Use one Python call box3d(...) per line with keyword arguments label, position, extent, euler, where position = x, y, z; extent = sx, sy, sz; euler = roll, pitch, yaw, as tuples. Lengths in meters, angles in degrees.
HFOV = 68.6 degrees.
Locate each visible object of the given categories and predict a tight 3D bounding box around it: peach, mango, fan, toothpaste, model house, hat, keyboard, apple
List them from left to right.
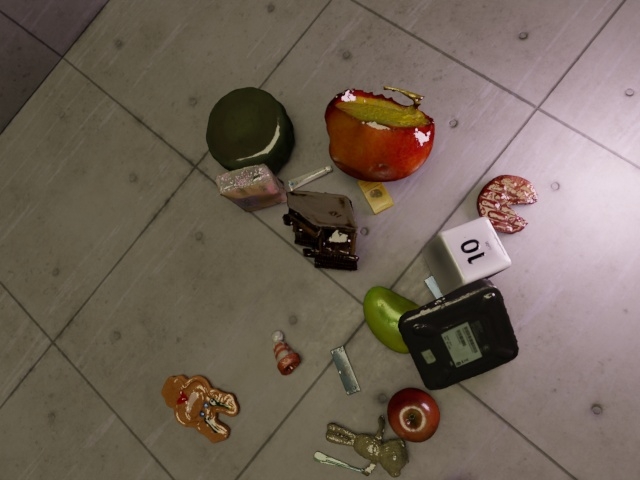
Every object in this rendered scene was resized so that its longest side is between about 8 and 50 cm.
box3d(label="hat", position=(-0.148, 0.421, 1.793), extent=(0.094, 0.112, 0.162), euler=(-26, 61, -21))
box3d(label="toothpaste", position=(-0.041, -0.262, 1.926), extent=(0.191, 0.031, 0.048), euler=(-22, 78, 12))
box3d(label="model house", position=(0.000, 0.000, 1.759), extent=(0.318, 0.297, 0.282), euler=(6, 125, 9))
box3d(label="fan", position=(0.067, 0.809, 1.699), extent=(0.193, 0.016, 0.038), euler=(10, 80, 15))
box3d(label="keyboard", position=(0.093, 0.486, 1.756), extent=(0.056, 0.014, 0.176), euler=(-24, 75, 8))
box3d(label="peach", position=(0.208, -0.379, 1.744), extent=(0.407, 0.309, 0.334), euler=(11, 44, 4))
box3d(label="mango", position=(0.268, 0.291, 1.682), extent=(0.273, 0.149, 0.185), euler=(30, 100, 15))
box3d(label="apple", position=(0.316, 0.595, 1.605), extent=(0.181, 0.168, 0.180), euler=(-4, 76, 18))
box3d(label="toothpaste", position=(0.478, 0.242, 1.695), extent=(0.066, 0.053, 0.272), euler=(-34, 74, 9))

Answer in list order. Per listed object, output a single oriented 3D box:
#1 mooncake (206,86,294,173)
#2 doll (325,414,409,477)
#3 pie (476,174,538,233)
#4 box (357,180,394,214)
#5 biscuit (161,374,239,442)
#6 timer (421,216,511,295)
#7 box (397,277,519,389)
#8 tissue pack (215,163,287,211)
box3d(label="mooncake", position=(-0.285, -0.435, 1.932), extent=(0.357, 0.194, 0.355), euler=(-2, 82, 15))
box3d(label="doll", position=(0.163, 0.736, 1.660), extent=(0.286, 0.091, 0.202), euler=(-12, 66, 12))
box3d(label="pie", position=(0.683, -0.136, 1.719), extent=(0.204, 0.054, 0.218), euler=(37, 91, 17))
box3d(label="box", position=(0.217, -0.187, 1.853), extent=(0.087, 0.023, 0.155), euler=(-28, 74, 4))
box3d(label="biscuit", position=(-0.481, 0.645, 1.845), extent=(0.334, 0.047, 0.201), euler=(24, 86, 17))
box3d(label="timer", position=(0.498, 0.057, 1.623), extent=(0.195, 0.194, 0.192), euler=(-19, 74, -15))
box3d(label="box", position=(0.464, 0.324, 1.562), extent=(0.351, 0.091, 0.358), euler=(-26, 115, 4))
box3d(label="tissue pack", position=(-0.263, -0.209, 1.849), extent=(0.215, 0.256, 0.122), euler=(-15, 73, 10))
